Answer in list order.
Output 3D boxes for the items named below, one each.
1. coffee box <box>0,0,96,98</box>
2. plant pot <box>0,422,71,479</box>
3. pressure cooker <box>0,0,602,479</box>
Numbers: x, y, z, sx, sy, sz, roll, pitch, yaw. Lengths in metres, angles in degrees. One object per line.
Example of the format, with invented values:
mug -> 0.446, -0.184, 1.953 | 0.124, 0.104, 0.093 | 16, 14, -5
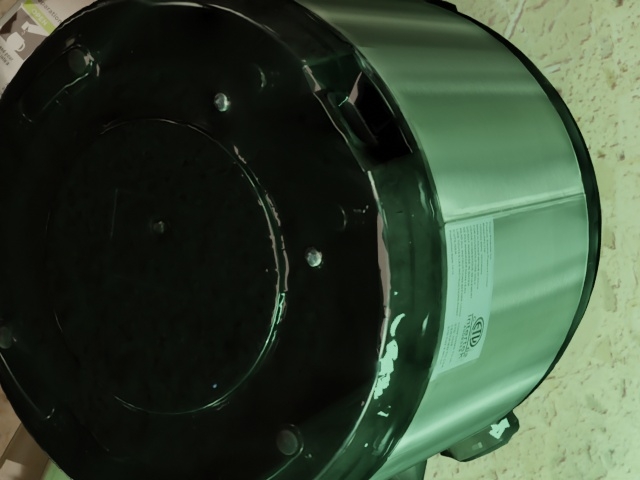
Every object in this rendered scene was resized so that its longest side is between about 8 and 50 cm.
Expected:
coffee box -> -0.135, -0.200, 1.087 | 0.297, 0.168, 0.119 | -44, 90, 8
plant pot -> -0.146, 0.288, 1.084 | 0.280, 0.323, 0.323 | 27, 97, -13
pressure cooker -> 0.005, 0.002, 0.980 | 0.375, 0.420, 0.370 | 49, 118, 17
